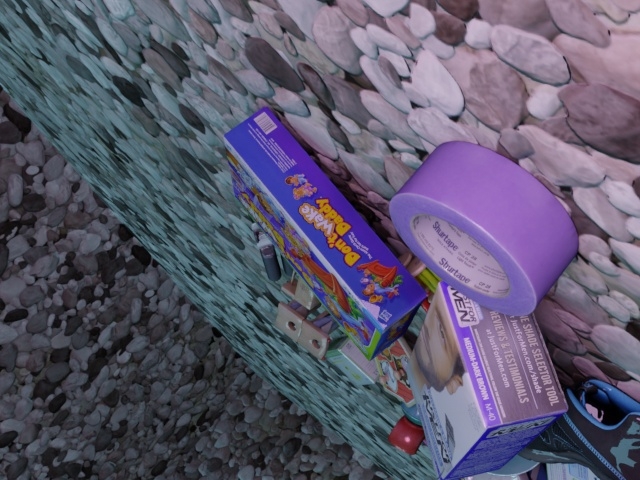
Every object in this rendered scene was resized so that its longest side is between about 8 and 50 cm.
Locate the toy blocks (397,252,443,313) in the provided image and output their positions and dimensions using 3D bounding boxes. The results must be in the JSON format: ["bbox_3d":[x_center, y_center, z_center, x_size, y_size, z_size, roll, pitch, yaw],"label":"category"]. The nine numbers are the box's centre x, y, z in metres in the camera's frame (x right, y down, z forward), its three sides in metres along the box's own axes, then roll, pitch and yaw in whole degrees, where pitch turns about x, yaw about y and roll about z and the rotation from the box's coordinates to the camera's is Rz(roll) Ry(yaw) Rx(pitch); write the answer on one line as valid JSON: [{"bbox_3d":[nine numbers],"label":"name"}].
[{"bbox_3d":[0.173,0.084,1.142,0.148,0.054,0.123,45,165,-11],"label":"toy blocks"}]

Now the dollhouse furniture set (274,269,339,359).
[{"bbox_3d":[0.012,0.108,1.537,0.129,0.129,0.184,34,133,24],"label":"dollhouse furniture set"}]

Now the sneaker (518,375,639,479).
[{"bbox_3d":[0.351,0.236,1.073,0.341,0.125,0.140,9,122,61],"label":"sneaker"}]

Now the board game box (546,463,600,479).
[{"bbox_3d":[0.468,0.413,1.128,0.316,0.064,0.242,21,129,52],"label":"board game box"}]

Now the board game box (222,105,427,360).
[{"bbox_3d":[0.000,0.000,1.164,0.347,0.078,0.233,50,167,14],"label":"board game box"}]

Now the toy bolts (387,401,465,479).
[{"bbox_3d":[0.274,0.363,1.603,0.228,0.158,0.218,26,-160,18],"label":"toy bolts"}]

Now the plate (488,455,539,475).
[{"bbox_3d":[0.281,0.283,1.274,0.188,0.188,0.024,35,-157,21],"label":"plate"}]

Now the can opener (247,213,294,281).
[{"bbox_3d":[-0.087,-0.001,1.543,0.280,0.074,0.093,82,172,-64],"label":"can opener"}]

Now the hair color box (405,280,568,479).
[{"bbox_3d":[0.202,0.192,1.055,0.339,0.110,0.185,96,162,-62],"label":"hair color box"}]

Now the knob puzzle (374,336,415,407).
[{"bbox_3d":[0.139,0.240,1.543,0.213,0.030,0.213,52,154,39],"label":"knob puzzle"}]

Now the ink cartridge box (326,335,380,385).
[{"bbox_3d":[0.124,0.327,1.921,0.235,0.056,0.171,44,164,-1],"label":"ink cartridge box"}]

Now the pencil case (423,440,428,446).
[{"bbox_3d":[0.281,0.462,1.848,0.209,0.095,0.098,49,179,-17],"label":"pencil case"}]

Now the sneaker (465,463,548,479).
[{"bbox_3d":[0.331,0.371,1.404,0.236,0.130,0.323,7,-120,-63],"label":"sneaker"}]

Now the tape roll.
[{"bbox_3d":[0.170,-0.011,0.848,0.189,0.080,0.189,37,164,13],"label":"tape roll"}]
